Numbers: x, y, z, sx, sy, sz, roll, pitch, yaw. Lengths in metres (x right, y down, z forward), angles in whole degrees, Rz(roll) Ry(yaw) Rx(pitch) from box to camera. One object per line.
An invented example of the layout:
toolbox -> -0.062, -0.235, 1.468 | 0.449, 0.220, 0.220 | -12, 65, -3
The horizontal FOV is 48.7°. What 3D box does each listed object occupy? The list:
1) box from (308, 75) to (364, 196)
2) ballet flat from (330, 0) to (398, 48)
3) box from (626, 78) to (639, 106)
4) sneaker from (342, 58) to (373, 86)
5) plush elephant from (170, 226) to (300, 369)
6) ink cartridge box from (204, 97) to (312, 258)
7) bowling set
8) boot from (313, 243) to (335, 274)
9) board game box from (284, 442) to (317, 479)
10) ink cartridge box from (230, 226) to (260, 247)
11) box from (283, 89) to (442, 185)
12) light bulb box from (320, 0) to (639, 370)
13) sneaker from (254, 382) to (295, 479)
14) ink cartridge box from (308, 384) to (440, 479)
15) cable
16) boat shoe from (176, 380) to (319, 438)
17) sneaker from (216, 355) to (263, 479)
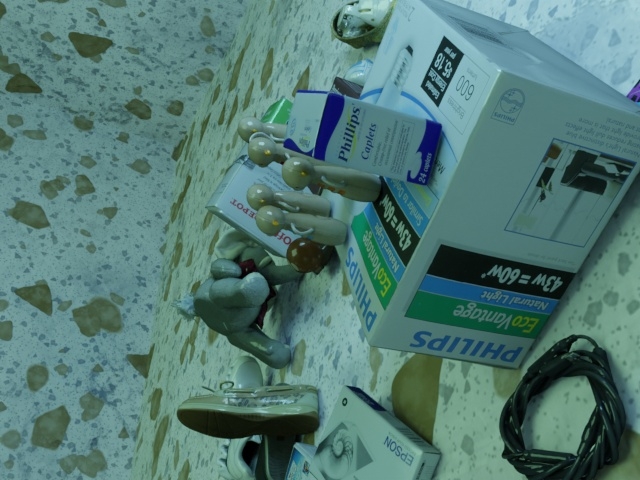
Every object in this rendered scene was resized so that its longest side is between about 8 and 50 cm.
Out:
box -> 0.082, -0.174, 1.349 | 0.203, 0.166, 0.168 | -66, 23, 19
ballet flat -> 0.116, -0.498, 1.558 | 0.348, 0.123, 0.123 | 13, 88, 68
box -> 0.400, -0.171, 0.761 | 0.162, 0.029, 0.116 | -58, 26, 33
sneaker -> 0.066, -0.317, 1.623 | 0.086, 0.085, 0.237 | -57, 4, -39
plush elephant -> -0.166, 0.112, 1.698 | 0.329, 0.272, 0.255 | 7, 41, 38
ink cartridge box -> -0.091, -0.134, 1.579 | 0.289, 0.211, 0.121 | -58, 20, -11
bowling set -> -0.045, -0.049, 0.982 | 0.287, 0.154, 0.200 | -129, 53, -67
boot -> 0.000, 0.000, 1.595 | 0.106, 0.082, 0.219 | -46, 19, 6
board game box -> -0.032, 0.550, 1.289 | 0.193, 0.053, 0.306 | 10, 85, 68
ink cartridge box -> -0.218, -0.135, 2.160 | 0.308, 0.091, 0.385 | -69, 23, 13
box -> 0.043, -0.117, 0.790 | 0.126, 0.137, 0.072 | -146, 68, -69
light bulb box -> 0.182, -0.088, 0.937 | 0.358, 0.225, 0.361 | -109, 36, -56
sneaker -> -0.101, 0.422, 1.507 | 0.118, 0.083, 0.222 | 125, 155, -51
ink cartridge box -> 0.066, 0.375, 1.106 | 0.223, 0.045, 0.224 | 27, 98, 55
cable -> 0.273, 0.207, 0.806 | 0.184, 0.047, 0.151 | -55, 34, 35
boat shoe -> -0.145, 0.339, 1.431 | 0.089, 0.285, 0.105 | -89, 3, -45
sneaker -> -0.168, 0.418, 1.662 | 0.118, 0.110, 0.292 | -16, 68, 56
